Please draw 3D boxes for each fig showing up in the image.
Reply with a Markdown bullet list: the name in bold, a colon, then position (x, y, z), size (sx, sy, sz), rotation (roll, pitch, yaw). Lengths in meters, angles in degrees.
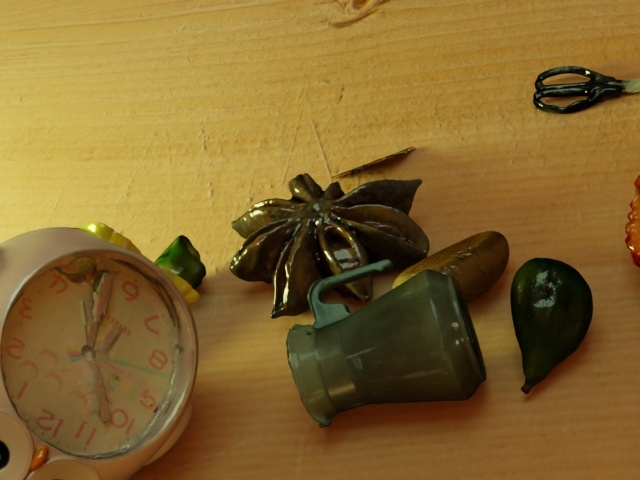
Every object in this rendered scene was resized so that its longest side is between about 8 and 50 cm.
- **fig**: position (0.290, 0.112, 1.850), size (0.117, 0.117, 0.177), rotation (-1, 63, 19)

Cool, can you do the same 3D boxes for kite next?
- **kite**: position (0.080, -0.117, 2.236), size (0.159, 0.010, 0.190), rotation (-20, 3, 39)

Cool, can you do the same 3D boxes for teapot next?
- **teapot**: position (0.078, 0.127, 1.847), size (0.225, 0.171, 0.203), rotation (-17, 68, 8)

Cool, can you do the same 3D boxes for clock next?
- **clock**: position (-0.349, 0.185, 1.827), size (0.251, 0.368, 0.376), rotation (-10, 47, 55)

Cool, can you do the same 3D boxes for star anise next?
- **star anise**: position (0.008, -0.012, 2.101), size (0.315, 0.108, 0.315), rotation (-12, 35, 9)

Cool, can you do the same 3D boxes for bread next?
- **bread**: position (0.182, 0.048, 1.976), size (0.189, 0.077, 0.114), rotation (-23, 3, -31)

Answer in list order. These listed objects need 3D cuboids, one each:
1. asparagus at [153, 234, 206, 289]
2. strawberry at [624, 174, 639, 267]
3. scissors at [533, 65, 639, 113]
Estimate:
- **asparagus**: position (-0.269, 0.114, 2.066), size (0.085, 0.082, 0.343), rotation (19, 51, 32)
- **strawberry**: position (0.502, -0.022, 1.934), size (0.190, 0.111, 0.236), rotation (-30, 28, 16)
- **scissors**: position (0.483, -0.241, 2.277), size (0.300, 0.022, 0.109), rotation (-3, 44, 17)
